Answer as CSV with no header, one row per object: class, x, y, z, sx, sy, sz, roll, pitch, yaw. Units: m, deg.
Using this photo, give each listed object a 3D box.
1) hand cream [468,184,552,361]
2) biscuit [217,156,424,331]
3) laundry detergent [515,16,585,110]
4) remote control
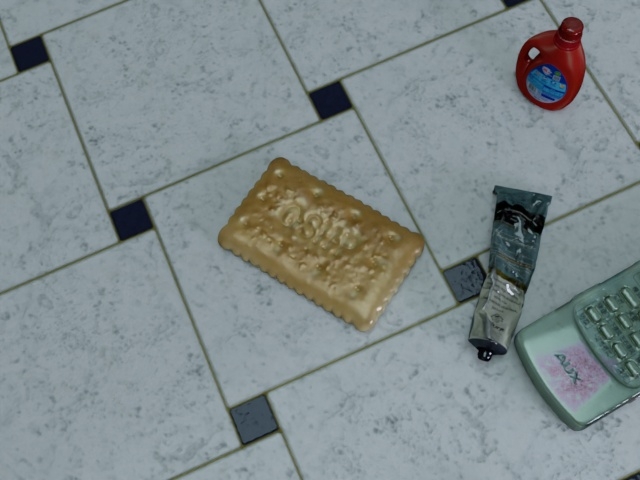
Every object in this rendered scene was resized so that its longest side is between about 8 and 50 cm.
hand cream,0.240,0.042,1.109,0.075,0.052,0.248,23,65,-12
biscuit,0.000,0.000,1.143,0.250,0.030,0.160,31,74,15
laundry detergent,0.314,-0.245,1.144,0.097,0.165,0.049,35,72,15
remote control,0.417,0.099,1.067,0.344,0.050,0.145,-29,70,-8
